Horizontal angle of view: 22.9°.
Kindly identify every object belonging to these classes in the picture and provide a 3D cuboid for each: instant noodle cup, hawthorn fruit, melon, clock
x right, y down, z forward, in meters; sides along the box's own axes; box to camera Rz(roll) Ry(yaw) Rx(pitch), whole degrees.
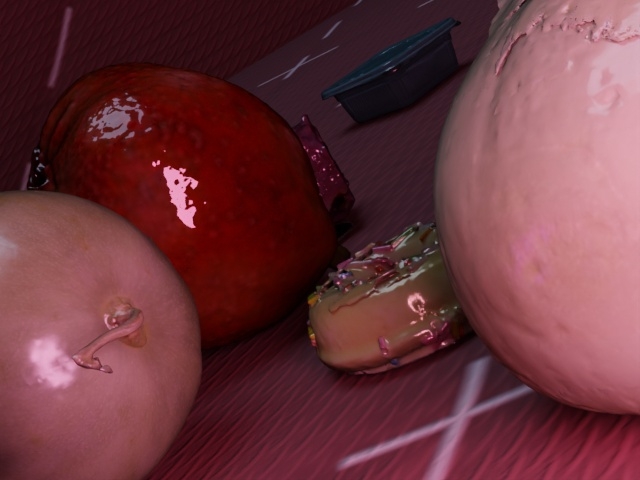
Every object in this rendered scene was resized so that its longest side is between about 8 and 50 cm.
[{"bbox_3d":[0.105,-0.226,2.156,0.157,0.070,0.179,-17,17,47],"label":"instant noodle cup"},{"bbox_3d":[-0.110,-0.020,1.397,0.307,0.265,0.265,13,0,-17],"label":"hawthorn fruit"},{"bbox_3d":[-0.229,0.089,1.175,0.308,0.272,0.272,-9,19,21],"label":"melon"},{"bbox_3d":[0.000,0.000,1.602,0.083,0.010,0.074,-18,16,42],"label":"clock"}]

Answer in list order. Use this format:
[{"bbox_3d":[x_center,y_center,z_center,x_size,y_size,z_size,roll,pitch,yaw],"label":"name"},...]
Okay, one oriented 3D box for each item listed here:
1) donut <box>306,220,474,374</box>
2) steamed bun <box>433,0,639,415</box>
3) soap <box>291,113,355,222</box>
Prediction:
[{"bbox_3d":[0.065,0.036,1.175,0.174,0.068,0.174,-28,12,7],"label":"donut"},{"bbox_3d":[0.212,-0.063,0.854,0.334,0.233,0.312,-23,13,32],"label":"steamed bun"},{"bbox_3d":[-0.107,-0.005,1.608,0.289,0.112,0.182,-32,7,5],"label":"soap"}]
